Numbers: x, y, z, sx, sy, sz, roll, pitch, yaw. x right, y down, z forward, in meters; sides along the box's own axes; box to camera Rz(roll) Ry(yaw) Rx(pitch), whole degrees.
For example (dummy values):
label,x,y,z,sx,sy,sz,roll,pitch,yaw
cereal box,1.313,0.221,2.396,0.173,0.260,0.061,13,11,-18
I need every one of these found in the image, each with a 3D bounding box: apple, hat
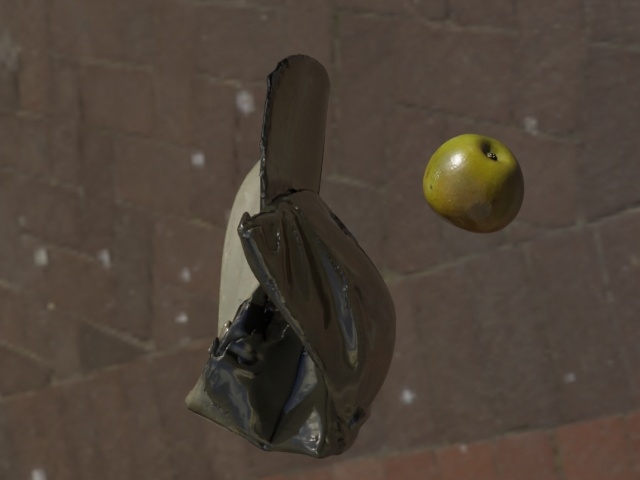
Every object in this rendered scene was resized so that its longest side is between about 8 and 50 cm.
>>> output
label,x,y,z,sx,sy,sz,roll,pitch,yaw
apple,0.134,-0.047,1.417,0.089,0.090,0.074,54,130,31
hat,0.000,0.000,0.754,0.147,0.085,0.175,111,172,-57
